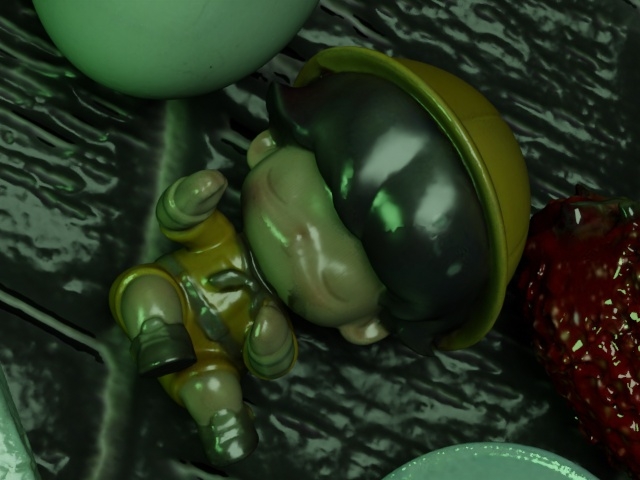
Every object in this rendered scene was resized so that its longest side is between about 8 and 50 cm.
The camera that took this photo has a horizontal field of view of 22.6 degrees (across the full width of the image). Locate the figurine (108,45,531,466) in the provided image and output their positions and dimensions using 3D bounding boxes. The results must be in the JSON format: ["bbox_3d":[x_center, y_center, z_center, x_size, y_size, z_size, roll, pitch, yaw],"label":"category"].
[{"bbox_3d":[0.000,-0.001,0.943,0.257,0.167,0.192,-28,100,0],"label":"figurine"}]

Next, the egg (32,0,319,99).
[{"bbox_3d":[-0.072,-0.204,0.953,0.183,0.183,0.264,28,64,-10],"label":"egg"}]

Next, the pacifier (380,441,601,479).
[{"bbox_3d":[0.087,0.246,0.871,0.238,0.226,0.287,5,76,24],"label":"pacifier"}]

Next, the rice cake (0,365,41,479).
[{"bbox_3d":[-0.190,0.128,0.896,0.063,0.069,0.206,-19,85,-21],"label":"rice cake"}]

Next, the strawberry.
[{"bbox_3d":[0.215,0.058,0.994,0.187,0.184,0.201,1,86,-14],"label":"strawberry"}]
